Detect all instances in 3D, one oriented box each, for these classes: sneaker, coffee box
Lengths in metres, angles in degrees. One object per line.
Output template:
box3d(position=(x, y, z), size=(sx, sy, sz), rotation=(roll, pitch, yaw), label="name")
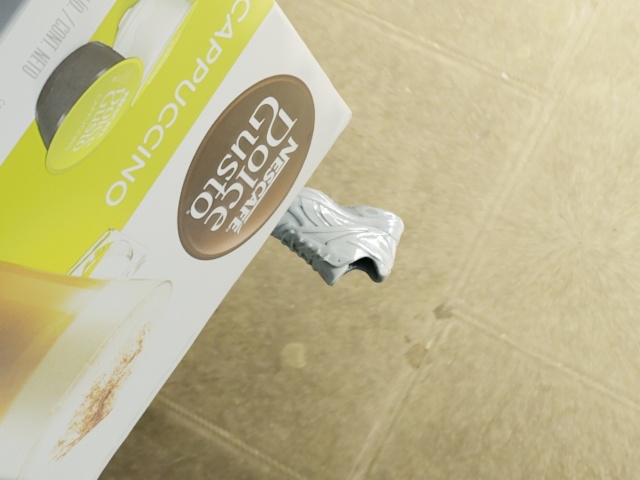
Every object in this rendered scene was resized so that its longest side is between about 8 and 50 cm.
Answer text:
box3d(position=(0.000, 0.000, 1.452), size=(0.232, 0.090, 0.115), rotation=(11, 66, -10), label="sneaker")
box3d(position=(-0.240, -0.084, 0.690), size=(0.338, 0.334, 0.337), rotation=(33, 85, 25), label="coffee box")
